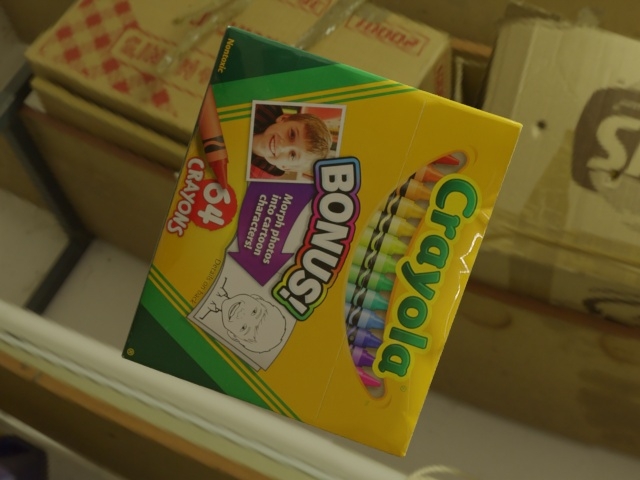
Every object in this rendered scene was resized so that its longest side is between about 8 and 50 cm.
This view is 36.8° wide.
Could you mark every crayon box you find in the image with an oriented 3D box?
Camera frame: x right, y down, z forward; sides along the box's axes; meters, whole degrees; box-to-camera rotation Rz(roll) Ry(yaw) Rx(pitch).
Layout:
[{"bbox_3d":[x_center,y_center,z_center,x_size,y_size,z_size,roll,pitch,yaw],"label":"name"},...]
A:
[{"bbox_3d":[0.000,0.000,1.016,0.313,0.363,0.106,19,6,4],"label":"crayon box"}]
